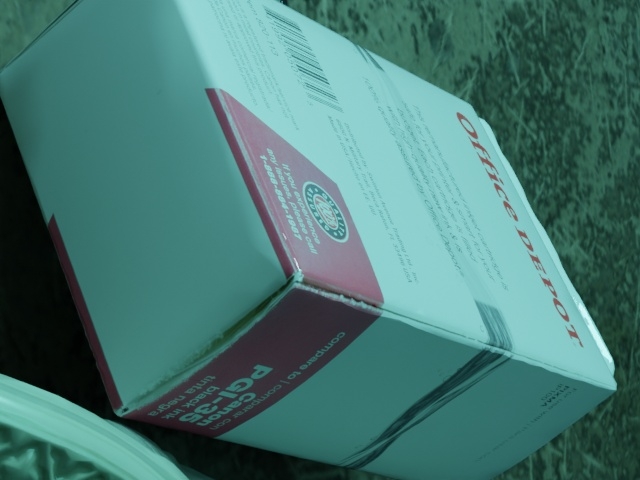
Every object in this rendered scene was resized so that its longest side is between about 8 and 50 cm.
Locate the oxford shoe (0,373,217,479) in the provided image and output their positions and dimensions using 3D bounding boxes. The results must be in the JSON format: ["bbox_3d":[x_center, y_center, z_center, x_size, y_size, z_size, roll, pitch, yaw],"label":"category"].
[{"bbox_3d":[-0.087,0.162,0.913,0.449,0.169,0.130,33,17,-38],"label":"oxford shoe"}]

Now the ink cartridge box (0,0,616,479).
[{"bbox_3d":[0.000,0.000,0.991,0.283,0.117,0.207,21,37,-51],"label":"ink cartridge box"}]

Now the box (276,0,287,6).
[{"bbox_3d":[-0.062,-0.161,1.077,0.116,0.029,0.162,4,82,-54],"label":"box"}]
